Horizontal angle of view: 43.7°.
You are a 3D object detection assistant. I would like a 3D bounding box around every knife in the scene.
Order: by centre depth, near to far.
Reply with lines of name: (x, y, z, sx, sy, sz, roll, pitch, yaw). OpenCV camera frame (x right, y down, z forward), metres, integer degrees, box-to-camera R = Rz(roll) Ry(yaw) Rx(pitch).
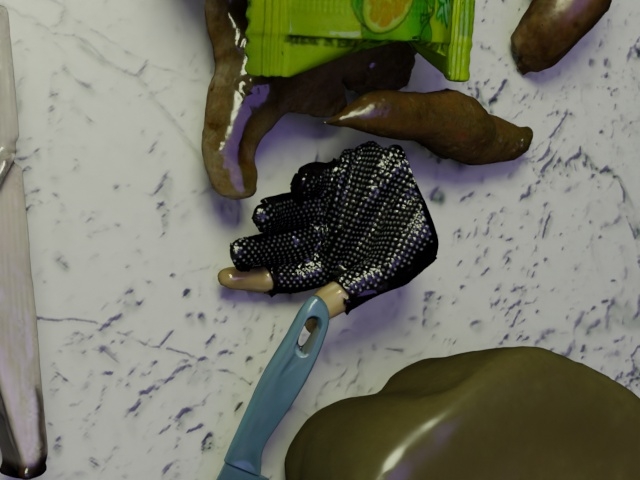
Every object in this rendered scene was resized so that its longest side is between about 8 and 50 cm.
knife: (-0.063, 0.188, 0.627, 0.044, 0.019, 0.313, 27, 90, -17)

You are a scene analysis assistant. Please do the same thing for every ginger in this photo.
ginger: (0.003, -0.184, 0.694, 0.333, 0.080, 0.166, -37, 101, -20)
ginger: (0.240, -0.337, 0.811, 0.133, 0.107, 0.310, -20, 99, -41)

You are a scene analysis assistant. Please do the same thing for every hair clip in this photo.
hair clip: (-0.253, 0.002, 0.544, 0.101, 0.085, 0.331, -3, 81, -29)

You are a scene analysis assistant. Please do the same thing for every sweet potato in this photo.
sweet potato: (0.114, -0.105, 0.733, 0.273, 0.067, 0.067, 3, 85, -41)

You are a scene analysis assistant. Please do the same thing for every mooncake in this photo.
mooncake: (0.129, 0.276, 0.661, 0.378, 0.200, 0.379, 4, 80, -24)

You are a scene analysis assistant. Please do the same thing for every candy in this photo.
candy: (0.046, -0.195, 0.621, 0.246, 0.069, 0.149, -9, 111, -34)

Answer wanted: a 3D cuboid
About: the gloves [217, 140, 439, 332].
gloves: (-0.001, -0.002, 0.676, 0.180, 0.106, 0.129, -19, 101, -1)
